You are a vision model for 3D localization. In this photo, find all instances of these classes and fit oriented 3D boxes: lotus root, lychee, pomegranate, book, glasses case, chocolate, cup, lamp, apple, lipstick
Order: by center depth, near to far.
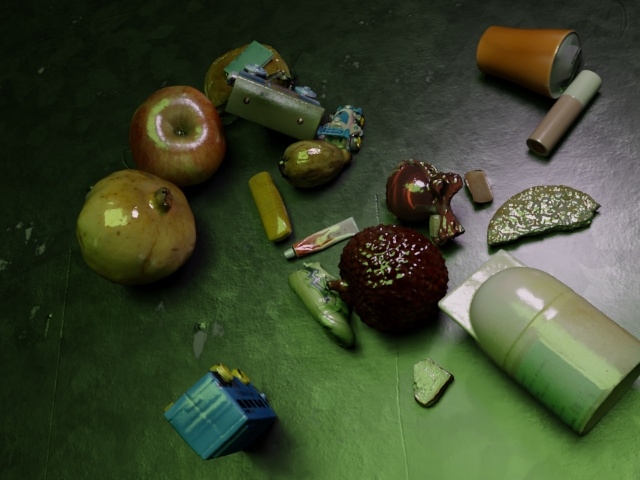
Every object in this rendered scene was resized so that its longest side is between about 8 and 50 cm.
[{"bbox_3d":[0.159,0.091,1.667,0.300,0.264,0.264,-7,60,-7],"label":"lychee"},{"bbox_3d":[0.255,-0.102,1.791,0.151,0.214,0.223,-14,19,-25],"label":"lamp"},{"bbox_3d":[0.417,-0.137,1.830,0.065,0.031,0.100,-13,62,-9],"label":"chocolate"},{"bbox_3d":[0.647,-0.338,1.837,0.070,0.070,0.254,33,78,29],"label":"lipstick"},{"bbox_3d":[-0.494,-0.044,1.909,0.343,0.342,0.342,-8,61,14],"label":"pomegranate"},{"bbox_3d":[0.586,-0.510,1.910,0.264,0.182,0.226,25,40,34],"label":"cup"},{"bbox_3d":[-0.014,-0.222,1.958,0.214,0.138,0.138,-15,59,-2],"label":"lotus root"},{"bbox_3d":[-0.143,-0.098,1.973,0.079,0.064,0.234,-26,58,6],"label":"glasses case"},{"bbox_3d":[-0.426,-0.296,2.067,0.302,0.301,0.301,-8,61,14],"label":"apple"},{"bbox_3d":[-0.216,-0.539,2.104,0.135,0.017,0.103,-45,59,-8],"label":"book"}]

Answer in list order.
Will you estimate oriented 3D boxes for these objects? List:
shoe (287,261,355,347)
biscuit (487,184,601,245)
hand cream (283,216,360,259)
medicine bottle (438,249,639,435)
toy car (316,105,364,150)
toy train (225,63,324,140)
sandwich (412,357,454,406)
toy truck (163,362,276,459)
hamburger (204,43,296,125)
[{"bbox_3d":[0.008,0.151,1.746,0.128,0.140,0.262,-49,51,4],"label":"shoe"},{"bbox_3d":[0.550,-0.074,1.748,0.290,0.038,0.141,-15,59,9],"label":"biscuit"},{"bbox_3d":[0.001,0.002,1.896,0.216,0.038,0.052,-25,86,0],"label":"hand cream"},{"bbox_3d":[0.477,0.200,1.511,0.236,0.235,0.406,-44,59,-7],"label":"medicine bottle"},{"bbox_3d":[0.063,-0.339,2.013,0.126,0.098,0.161,10,69,21],"label":"toy car"},{"bbox_3d":[-0.129,-0.404,2.000,0.300,0.131,0.202,19,23,-13],"label":"toy train"},{"bbox_3d":[0.250,0.335,1.632,0.093,0.035,0.104,30,77,28],"label":"sandwich"},{"bbox_3d":[-0.218,0.390,1.562,0.161,0.385,0.162,-42,76,-5],"label":"toy truck"},{"bbox_3d":[-0.238,-0.513,2.186,0.309,0.132,0.211,-27,61,5],"label":"hamburger"}]
